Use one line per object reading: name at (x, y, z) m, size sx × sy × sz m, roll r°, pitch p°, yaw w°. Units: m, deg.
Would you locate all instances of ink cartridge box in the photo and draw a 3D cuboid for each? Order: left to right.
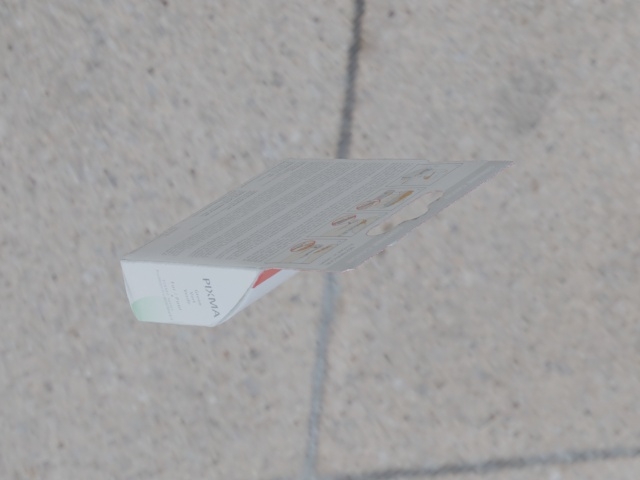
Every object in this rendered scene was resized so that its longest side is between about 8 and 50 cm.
ink cartridge box at (0.000, 0.000, 1.236) m, size 0.181 × 0.225 × 0.056 m, roll -33°, pitch 116°, yaw -39°
